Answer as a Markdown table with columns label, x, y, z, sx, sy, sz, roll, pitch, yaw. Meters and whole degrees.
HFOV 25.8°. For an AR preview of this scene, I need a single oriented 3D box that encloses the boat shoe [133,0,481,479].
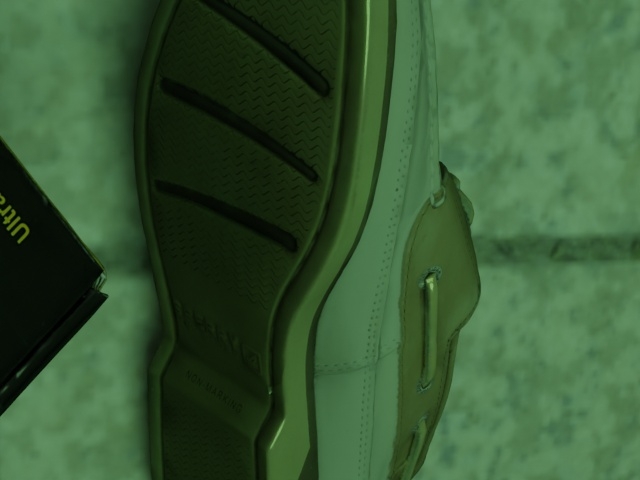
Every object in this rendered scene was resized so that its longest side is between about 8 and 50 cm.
| label | x | y | z | sx | sy | sz | roll | pitch | yaw |
| --- | --- | --- | --- | --- | --- | --- | --- | --- | --- |
| boat shoe | 0.000 | 0.000 | 0.531 | 0.103 | 0.113 | 0.302 | -21 | 133 | -38 |

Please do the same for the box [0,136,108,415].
| label | x | y | z | sx | sy | sz | roll | pitch | yaw |
| --- | --- | --- | --- | --- | --- | --- | --- | --- | --- |
| box | -0.227 | -0.012 | 0.291 | 0.257 | 0.079 | 0.322 | -50 | 130 | -23 |
